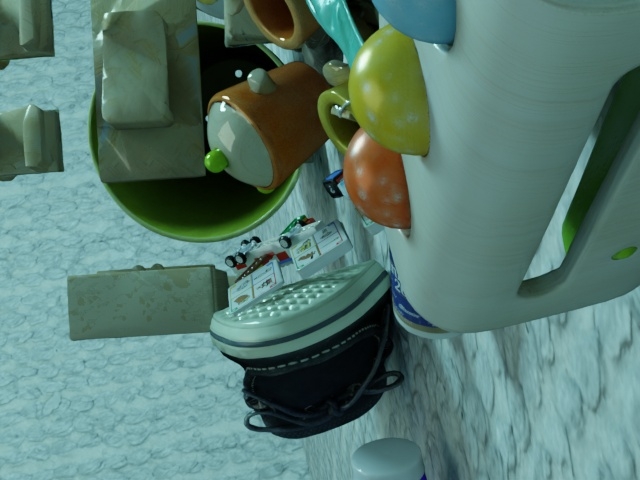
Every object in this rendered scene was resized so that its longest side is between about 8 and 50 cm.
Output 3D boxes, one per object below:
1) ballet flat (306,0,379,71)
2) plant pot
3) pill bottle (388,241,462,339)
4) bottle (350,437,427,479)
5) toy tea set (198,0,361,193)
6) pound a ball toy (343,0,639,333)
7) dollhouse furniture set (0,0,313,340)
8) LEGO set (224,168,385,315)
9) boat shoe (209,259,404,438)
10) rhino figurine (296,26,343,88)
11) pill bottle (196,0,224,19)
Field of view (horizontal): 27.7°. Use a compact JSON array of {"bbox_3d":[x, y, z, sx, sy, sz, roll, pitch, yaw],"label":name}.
[{"bbox_3d":[0.051,-0.152,0.896,0.247,0.083,0.087,-108,33,-41],"label":"ballet flat"},{"bbox_3d":[-0.136,-0.160,1.731,0.293,0.275,0.274,-61,-39,-76],"label":"plant pot"},{"bbox_3d":[0.080,0.005,0.896,0.067,0.067,0.120,-110,10,-49],"label":"pill bottle"},{"bbox_3d":[0.082,0.325,1.239,0.092,0.118,0.282,-118,18,-68],"label":"bottle"},{"bbox_3d":[-0.071,-0.175,1.058,0.336,0.124,0.200,60,155,-13],"label":"toy tea set"},{"bbox_3d":[0.067,-0.095,0.549,0.319,0.136,0.208,96,161,-67],"label":"pound a ball toy"},{"bbox_3d":[-0.188,-0.088,1.487,0.256,0.362,0.394,56,-150,-85],"label":"dollhouse furniture set"},{"bbox_3d":[0.000,0.000,1.170,0.060,0.182,0.244,57,-178,-15],"label":"LEGO set"},{"bbox_3d":[-0.004,0.122,1.365,0.500,0.187,0.156,92,160,-83],"label":"boat shoe"},{"bbox_3d":[-0.001,-0.220,1.151,0.243,0.073,0.106,84,167,-45],"label":"rhino figurine"},{"bbox_3d":[-0.118,-0.346,1.614,0.245,0.136,0.136,-129,27,-75],"label":"pill bottle"}]
